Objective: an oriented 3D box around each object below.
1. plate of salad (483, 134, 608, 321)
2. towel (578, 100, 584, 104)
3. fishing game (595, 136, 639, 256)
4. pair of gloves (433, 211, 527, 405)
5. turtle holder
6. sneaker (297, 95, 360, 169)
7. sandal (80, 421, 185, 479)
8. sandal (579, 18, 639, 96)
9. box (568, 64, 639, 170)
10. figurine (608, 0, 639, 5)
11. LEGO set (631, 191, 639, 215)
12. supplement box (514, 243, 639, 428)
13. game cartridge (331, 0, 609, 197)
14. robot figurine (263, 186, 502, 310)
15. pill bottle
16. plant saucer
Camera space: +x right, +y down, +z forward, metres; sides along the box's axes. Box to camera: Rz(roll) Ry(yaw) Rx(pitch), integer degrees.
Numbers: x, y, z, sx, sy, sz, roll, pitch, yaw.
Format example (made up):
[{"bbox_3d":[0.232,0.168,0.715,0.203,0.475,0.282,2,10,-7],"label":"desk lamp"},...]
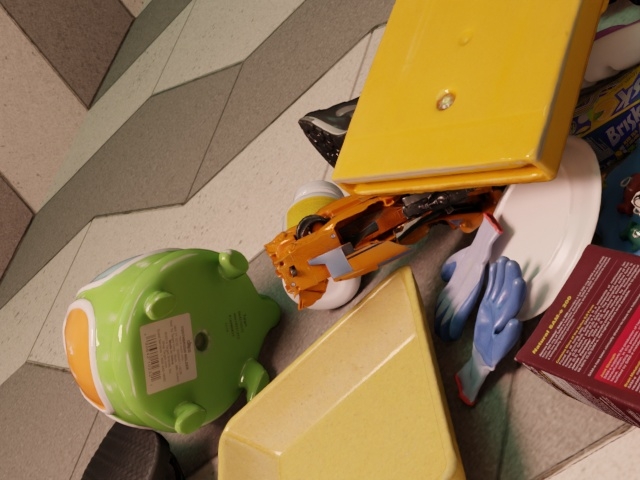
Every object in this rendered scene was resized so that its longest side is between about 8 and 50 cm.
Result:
[{"bbox_3d":[0.230,-0.011,1.163,0.200,0.048,0.199,-51,29,44],"label":"plate of salad"},{"bbox_3d":[0.250,-0.083,1.280,0.113,0.023,0.152,-23,38,47],"label":"towel"},{"bbox_3d":[0.328,-0.052,1.081,0.264,0.041,0.189,-19,45,53],"label":"fishing game"},{"bbox_3d":[0.161,0.064,1.183,0.198,0.023,0.159,-107,33,-58],"label":"pair of gloves"},{"bbox_3d":[-0.199,0.108,1.524,0.227,0.243,0.320,0,39,39],"label":"turtle holder"},{"bbox_3d":[0.076,-0.165,1.637,0.124,0.107,0.283,-44,26,-14],"label":"sneaker"},{"bbox_3d":[-0.245,0.337,1.557,0.167,0.107,0.446,-57,12,-4],"label":"sandal"},{"bbox_3d":[0.206,-0.184,1.314,0.416,0.102,0.169,-21,-1,35],"label":"sandal"},{"bbox_3d":[0.330,-0.138,1.171,0.169,0.054,0.059,-32,33,38],"label":"box"},{"bbox_3d":[0.285,-0.294,1.316,0.215,0.092,0.209,-19,19,-24],"label":"figurine"},{"bbox_3d":[0.349,-0.065,0.921,0.182,0.060,0.244,-40,9,8],"label":"LEGO set"},{"bbox_3d":[0.281,0.089,0.940,0.130,0.073,0.239,-56,25,-6],"label":"supplement box"},{"bbox_3d":[0.168,-0.202,1.206,0.285,0.053,0.323,-2,60,49],"label":"game cartridge"},{"bbox_3d":[0.081,-0.024,1.311,0.291,0.085,0.211,-25,11,-3],"label":"robot figurine"},{"bbox_3d":[0.000,0.000,1.523,0.103,0.103,0.184,-42,27,26],"label":"pill bottle"},{"bbox_3d":[0.025,0.236,1.204,0.333,0.081,0.332,-44,26,22],"label":"plant saucer"}]
